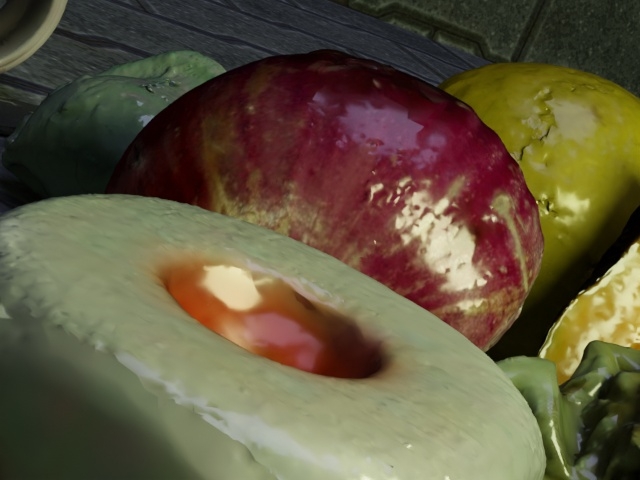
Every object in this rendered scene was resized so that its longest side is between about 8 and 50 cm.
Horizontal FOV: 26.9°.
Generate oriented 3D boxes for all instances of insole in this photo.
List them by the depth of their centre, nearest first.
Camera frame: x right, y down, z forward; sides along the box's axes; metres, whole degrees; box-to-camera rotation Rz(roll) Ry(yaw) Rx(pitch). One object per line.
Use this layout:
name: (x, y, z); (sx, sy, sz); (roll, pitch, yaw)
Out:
insole: (-0.261, -0.107, 1.185); (0.247, 0.011, 0.081); (8, 23, -43)

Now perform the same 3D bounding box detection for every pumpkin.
pumpkin: (0.197, 0.084, 0.897); (0.163, 0.279, 0.111); (-6, -10, -7)

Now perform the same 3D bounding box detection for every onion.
onion: (-0.004, -0.001, 0.812); (0.256, 0.230, 0.272); (17, 22, -20)

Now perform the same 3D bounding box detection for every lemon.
lemon: (0.181, -0.012, 1.067); (0.284, 0.260, 0.260); (37, 14, -6)

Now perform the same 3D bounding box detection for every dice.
dice: (-0.049, 0.104, 0.455); (0.193, 0.192, 0.194); (27, 14, 19)

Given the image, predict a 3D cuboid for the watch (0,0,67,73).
watch: (-0.352, -0.234, 1.193); (0.217, 0.248, 0.211); (45, -2, -39)

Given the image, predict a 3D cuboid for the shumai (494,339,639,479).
shumai: (0.171, 0.156, 0.713); (0.218, 0.189, 0.256); (4, 21, 9)

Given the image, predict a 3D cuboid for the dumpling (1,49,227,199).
dumpling: (-0.137, -0.078, 0.987); (0.216, 0.149, 0.105); (23, 4, 33)

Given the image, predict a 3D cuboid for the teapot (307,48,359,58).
teapot: (0.012, -0.112, 1.420); (0.178, 0.135, 0.252); (54, -17, -22)
